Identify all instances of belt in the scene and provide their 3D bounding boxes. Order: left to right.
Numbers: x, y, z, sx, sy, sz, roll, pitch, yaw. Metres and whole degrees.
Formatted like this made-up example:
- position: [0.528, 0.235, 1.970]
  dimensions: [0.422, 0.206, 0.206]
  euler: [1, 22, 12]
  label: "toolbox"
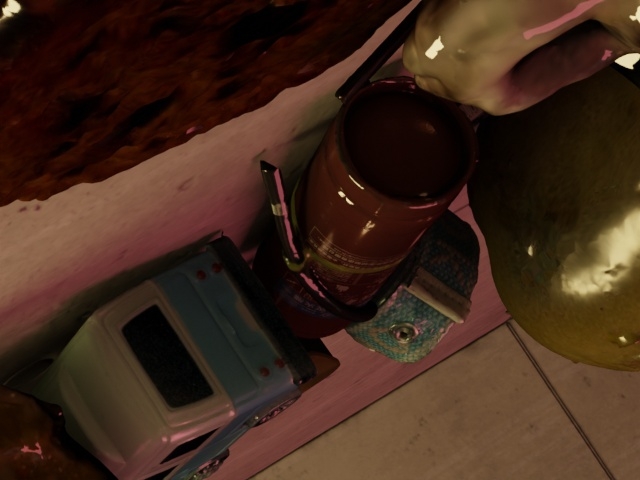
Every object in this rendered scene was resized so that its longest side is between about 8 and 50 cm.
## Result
- position: [0.076, 0.033, 1.239]
  dimensions: [0.147, 0.082, 0.163]
  euler: [-45, -161, 41]
  label: "belt"

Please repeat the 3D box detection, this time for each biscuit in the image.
- position: [-0.032, -0.118, 0.520]
  dimensions: [0.334, 0.081, 0.289]
  euler: [-38, 170, 39]
  label: "biscuit"

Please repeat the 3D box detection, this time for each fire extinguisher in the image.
- position: [0.000, 0.000, 1.057]
  dimensions: [0.141, 0.105, 0.341]
  euler: [10, 155, -12]
  label: "fire extinguisher"

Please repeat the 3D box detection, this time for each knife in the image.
- position: [0.064, -0.125, 0.684]
  dimensions: [0.230, 0.028, 0.060]
  euler: [-48, -177, -40]
  label: "knife"

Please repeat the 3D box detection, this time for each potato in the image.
- position: [0.265, -0.040, 1.079]
  dimensions: [0.219, 0.270, 0.359]
  euler: [-4, 166, -36]
  label: "potato"

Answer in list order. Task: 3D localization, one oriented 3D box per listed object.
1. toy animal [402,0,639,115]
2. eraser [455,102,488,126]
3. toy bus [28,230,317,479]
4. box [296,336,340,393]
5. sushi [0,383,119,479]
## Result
- position: [0.210, -0.097, 0.663]
  dimensions: [0.302, 0.194, 0.344]
  euler: [-20, 158, 14]
  label: "toy animal"
- position: [0.108, -0.096, 1.100]
  dimensions: [0.099, 0.027, 0.019]
  euler: [-37, 169, 14]
  label: "eraser"
- position: [-0.143, 0.130, 1.097]
  dimensions: [0.164, 0.133, 0.271]
  euler: [-26, 166, -40]
  label: "toy bus"
- position: [-0.073, 0.111, 1.310]
  dimensions: [0.144, 0.090, 0.201]
  euler: [-34, 168, 5]
  label: "box"
- position: [-0.245, 0.197, 0.954]
  dimensions: [0.204, 0.200, 0.213]
  euler: [-40, -174, 32]
  label: "sushi"
